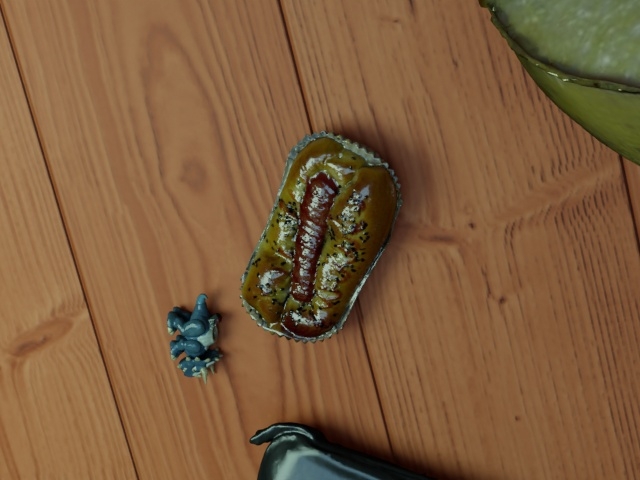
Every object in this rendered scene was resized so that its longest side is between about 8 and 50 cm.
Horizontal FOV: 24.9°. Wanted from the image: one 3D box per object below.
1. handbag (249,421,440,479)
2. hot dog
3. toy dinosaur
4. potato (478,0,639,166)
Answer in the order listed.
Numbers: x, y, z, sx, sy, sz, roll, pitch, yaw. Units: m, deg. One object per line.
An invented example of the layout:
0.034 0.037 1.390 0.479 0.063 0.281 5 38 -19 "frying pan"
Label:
0.074 0.290 1.290 0.332 0.075 0.191 21 109 9 "handbag"
0.000 0.000 1.237 0.108 0.059 0.191 27 112 10 "hot dog"
-0.110 0.086 1.302 0.047 0.030 0.083 1 107 13 "toy dinosaur"
0.354 -0.214 0.974 0.442 0.319 0.385 -22 57 25 "potato"
